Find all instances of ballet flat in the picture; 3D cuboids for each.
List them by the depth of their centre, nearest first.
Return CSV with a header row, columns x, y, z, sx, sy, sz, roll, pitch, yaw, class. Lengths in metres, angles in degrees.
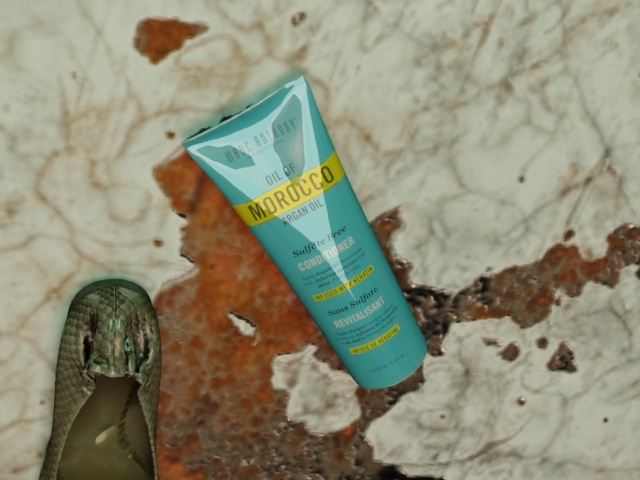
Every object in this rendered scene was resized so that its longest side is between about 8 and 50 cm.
x,y,z,sx,sy,sz,roll,pitch,yaw,class
-0.134,0.138,1.054,0.084,0.058,0.250,0,124,-13,ballet flat

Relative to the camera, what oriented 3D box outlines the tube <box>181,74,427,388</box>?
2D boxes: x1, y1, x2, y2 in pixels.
x,y,z,sx,sy,sz,roll,pitch,yaw,class
0.000,0.000,1.003,0.080,0.052,0.207,-31,121,0,tube
